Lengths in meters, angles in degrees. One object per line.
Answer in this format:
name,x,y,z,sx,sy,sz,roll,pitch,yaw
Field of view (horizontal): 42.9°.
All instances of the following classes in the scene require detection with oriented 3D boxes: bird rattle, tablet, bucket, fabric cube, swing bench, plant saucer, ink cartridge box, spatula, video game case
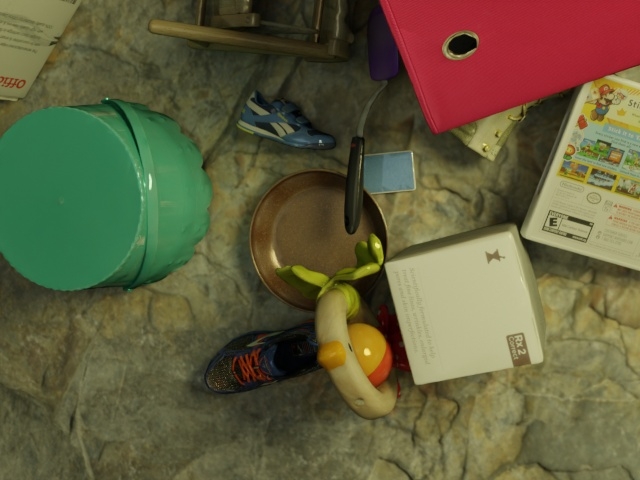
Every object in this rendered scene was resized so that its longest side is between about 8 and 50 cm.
bird rattle,0.043,0.128,1.004,0.143,0.207,0.253,-15,125,16
tablet,0.085,-0.091,1.097,0.083,0.006,0.054,-4,95,16
bucket,-0.305,-0.060,1.125,0.281,0.183,0.281,2,97,17
fabric cube,0.188,-0.310,0.855,0.258,0.254,0.259,-17,54,13
swing bench,-0.062,-0.366,1.033,0.255,0.165,0.253,9,98,10
plant saucer,0.000,0.000,1.117,0.199,0.036,0.198,2,97,17
ink cartridge box,-0.445,-0.341,1.129,0.114,0.197,0.272,39,105,11
spatula,0.060,-0.154,1.052,0.030,0.084,0.296,10,92,-24
video game case,0.373,-0.071,0.953,0.227,0.026,0.206,15,105,-9

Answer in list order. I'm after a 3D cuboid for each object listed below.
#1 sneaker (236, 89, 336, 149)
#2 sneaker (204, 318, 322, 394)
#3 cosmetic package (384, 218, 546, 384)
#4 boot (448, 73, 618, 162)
sneaker,-0.044,-0.160,1.104,0.144,0.053,0.059,20,99,13
sneaker,-0.069,0.161,1.130,0.221,0.087,0.083,-23,89,18
cosmetic package,0.182,0.069,0.992,0.152,0.184,0.151,-14,91,18
boot,0.256,-0.166,1.001,0.213,0.077,0.165,31,103,17
